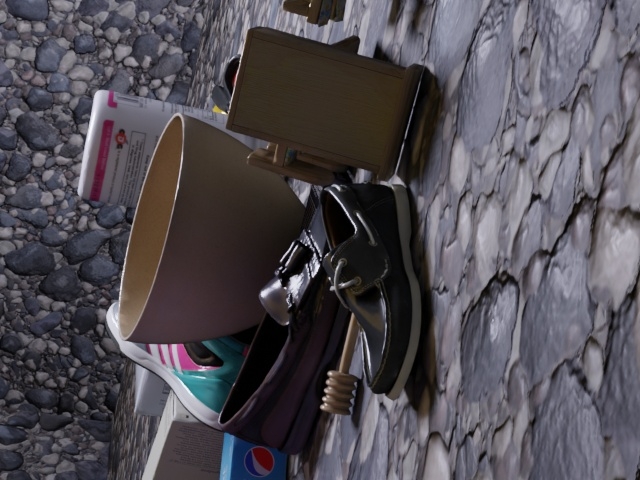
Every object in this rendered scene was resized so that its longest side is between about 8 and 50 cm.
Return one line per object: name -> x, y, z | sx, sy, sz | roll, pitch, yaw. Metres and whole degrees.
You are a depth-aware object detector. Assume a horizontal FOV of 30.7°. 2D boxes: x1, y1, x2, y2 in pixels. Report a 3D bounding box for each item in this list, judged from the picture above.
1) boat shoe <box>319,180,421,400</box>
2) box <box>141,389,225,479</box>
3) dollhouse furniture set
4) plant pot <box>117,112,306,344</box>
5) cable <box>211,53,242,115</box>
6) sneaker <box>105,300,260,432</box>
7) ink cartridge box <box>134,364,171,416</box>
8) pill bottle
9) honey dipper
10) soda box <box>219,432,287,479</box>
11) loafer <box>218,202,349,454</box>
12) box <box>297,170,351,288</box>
boat shoe -> 0.038, 0.038, 0.996 | 0.233, 0.079, 0.084 | -95, 21, -45
box -> -0.197, 0.341, 1.699 | 0.094, 0.113, 0.275 | -100, 27, -57
dollhouse furniture set -> 0.025, -0.154, 1.176 | 0.242, 0.161, 0.212 | -48, -26, -70
plant pot -> -0.121, 0.005, 1.444 | 0.284, 0.191, 0.284 | -165, 90, -73
cable -> -0.140, -0.243, 2.140 | 0.139, 0.072, 0.287 | -58, 32, 18
sneaker -> -0.178, 0.114, 1.619 | 0.295, 0.124, 0.178 | 35, 110, 34
ink cartridge box -> -0.233, 0.118, 2.025 | 0.309, 0.130, 0.271 | -109, 33, -65
pill bottle -> -0.199, -0.114, 1.699 | 0.160, 0.283, 0.160 | -170, 90, -78
honey dipper -> 0.032, 0.084, 1.104 | 0.030, 0.030, 0.160 | -175, 98, -78
soda box -> -0.081, 0.297, 1.340 | 0.071, 0.067, 0.210 | 125, 153, -63
loafer -> -0.032, 0.090, 1.220 | 0.109, 0.095, 0.302 | -107, 30, -64
box -> 0.000, 0.000, 1.308 | 0.116, 0.029, 0.162 | -112, 33, -66
